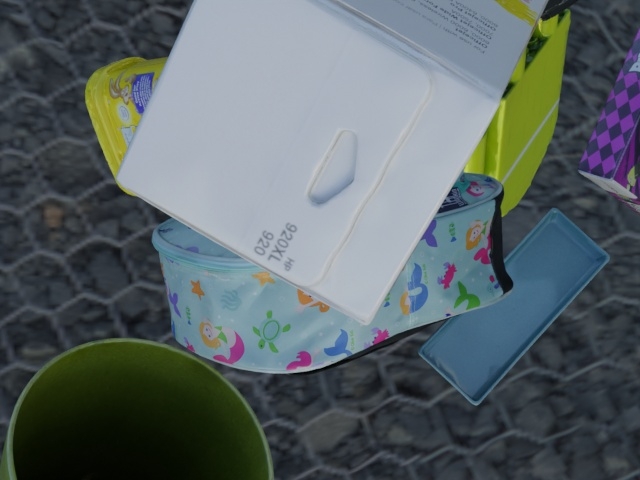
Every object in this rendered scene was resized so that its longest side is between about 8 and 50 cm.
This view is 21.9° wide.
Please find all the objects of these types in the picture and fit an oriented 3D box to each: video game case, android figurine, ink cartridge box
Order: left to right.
[{"bbox_3d":[0.020,-0.106,0.959,0.168,0.232,0.171,29,124,1],"label":"ink cartridge box"},{"bbox_3d":[0.199,-0.137,1.726,0.056,0.248,0.272,22,141,19],"label":"android figurine"},{"bbox_3d":[0.325,-0.128,1.424,0.042,0.210,0.232,22,87,39],"label":"video game case"}]

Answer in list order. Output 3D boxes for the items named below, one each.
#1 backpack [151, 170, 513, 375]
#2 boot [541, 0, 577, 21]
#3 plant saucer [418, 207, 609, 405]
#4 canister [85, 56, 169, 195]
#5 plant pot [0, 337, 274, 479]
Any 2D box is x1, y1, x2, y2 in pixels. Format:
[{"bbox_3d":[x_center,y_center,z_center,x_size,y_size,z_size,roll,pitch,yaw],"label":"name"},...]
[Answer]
[{"bbox_3d":[0.000,0.000,1.299,0.225,0.254,0.191,16,125,51],"label":"backpack"},{"bbox_3d":[0.189,-0.185,1.127,0.099,0.121,0.045,-35,65,14],"label":"boot"},{"bbox_3d":[0.163,0.055,1.393,0.067,0.018,0.192,43,66,6],"label":"plant saucer"},{"bbox_3d":[-0.118,-0.101,1.433,0.170,0.073,0.126,0,114,50],"label":"canister"},{"bbox_3d":[-0.228,0.293,1.731,0.274,0.275,0.293,50,140,13],"label":"plant pot"}]
